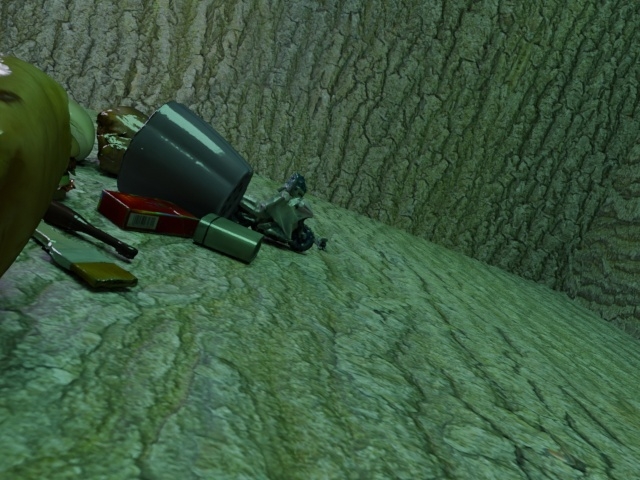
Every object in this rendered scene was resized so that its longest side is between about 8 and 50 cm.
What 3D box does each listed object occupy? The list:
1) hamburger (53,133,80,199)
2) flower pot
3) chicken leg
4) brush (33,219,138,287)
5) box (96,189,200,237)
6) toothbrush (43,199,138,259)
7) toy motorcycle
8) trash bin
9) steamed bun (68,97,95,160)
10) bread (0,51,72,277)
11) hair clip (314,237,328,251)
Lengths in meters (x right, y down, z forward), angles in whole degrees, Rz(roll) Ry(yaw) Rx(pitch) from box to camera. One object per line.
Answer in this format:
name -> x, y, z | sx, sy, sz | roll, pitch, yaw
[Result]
hamburger -> -0.549, -0.166, 1.027 | 0.175, 0.136, 0.175 | 24, 11, -5
flower pot -> -0.309, -0.159, 1.267 | 0.243, 0.265, 0.265 | 34, 10, 2
chicken leg -> -0.502, -0.226, 1.516 | 0.409, 0.182, 0.295 | 38, 19, 0
brush -> -0.406, -0.004, 0.794 | 0.337, 0.020, 0.085 | 26, 11, 29
box -> -0.353, -0.054, 1.096 | 0.112, 0.048, 0.175 | 28, 11, 35
toothbrush -> -0.456, -0.052, 0.893 | 0.364, 0.040, 0.041 | 25, 10, 13
toy motorcycle -> -0.113, -0.095, 1.409 | 0.239, 0.204, 0.108 | 22, -8, -25
trash bin -> -0.197, -0.007, 1.149 | 0.130, 0.059, 0.116 | 23, 11, -1
steamed bun -> -0.726, -0.316, 1.405 | 0.250, 0.154, 0.200 | 15, 11, -21
bread -> -0.416, -0.057, 0.422 | 0.361, 0.250, 0.394 | 15, 15, -25
hair clip -> 0.001, 0.000, 1.612 | 0.030, 0.039, 0.115 | 24, 6, -17
